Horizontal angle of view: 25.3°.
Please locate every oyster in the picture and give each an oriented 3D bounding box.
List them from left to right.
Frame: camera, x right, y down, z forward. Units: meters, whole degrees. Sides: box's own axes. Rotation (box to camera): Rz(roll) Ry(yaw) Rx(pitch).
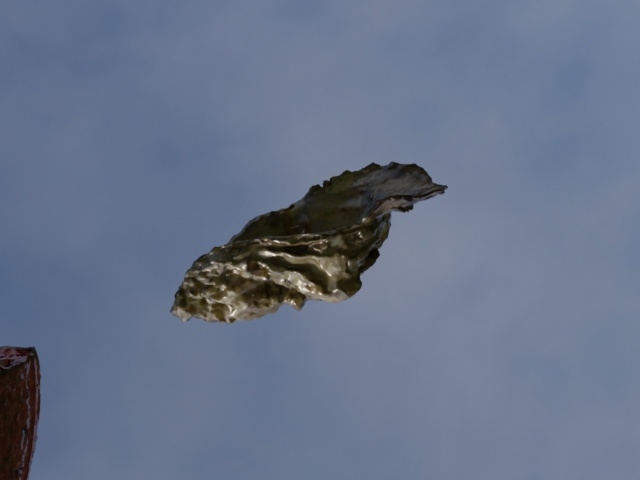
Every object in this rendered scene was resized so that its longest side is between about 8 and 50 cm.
[{"bbox_3d":[-0.008,0.003,0.841,0.177,0.105,0.056,-27,-66,-13],"label":"oyster"}]

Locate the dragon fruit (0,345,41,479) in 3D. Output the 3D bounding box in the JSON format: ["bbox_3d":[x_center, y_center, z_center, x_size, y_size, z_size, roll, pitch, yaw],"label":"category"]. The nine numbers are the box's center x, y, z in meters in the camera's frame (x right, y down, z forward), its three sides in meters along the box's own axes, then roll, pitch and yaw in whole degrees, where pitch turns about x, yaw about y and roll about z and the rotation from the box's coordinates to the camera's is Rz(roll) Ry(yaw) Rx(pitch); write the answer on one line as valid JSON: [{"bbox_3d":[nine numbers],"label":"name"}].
[{"bbox_3d":[-0.278,0.148,0.805,0.189,0.163,0.262,63,-153,2],"label":"dragon fruit"}]
